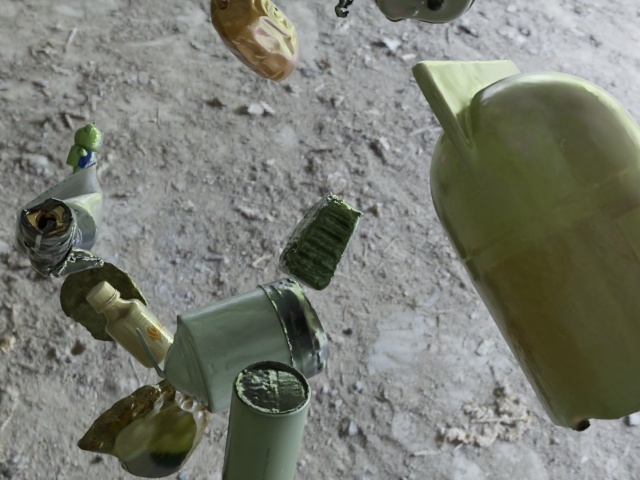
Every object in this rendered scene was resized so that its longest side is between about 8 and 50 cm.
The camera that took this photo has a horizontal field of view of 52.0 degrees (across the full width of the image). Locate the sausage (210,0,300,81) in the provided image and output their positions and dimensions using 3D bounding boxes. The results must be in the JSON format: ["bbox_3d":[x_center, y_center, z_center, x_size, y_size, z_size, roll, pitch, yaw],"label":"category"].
[{"bbox_3d":[-0.126,-0.406,1.266,0.241,0.120,0.136,32,37,-55],"label":"sausage"}]

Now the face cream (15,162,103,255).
[{"bbox_3d":[-0.597,-0.065,1.506,0.235,0.137,0.420,-35,29,-7],"label":"face cream"}]

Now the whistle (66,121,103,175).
[{"bbox_3d":[-0.703,-0.246,1.946,0.085,0.105,0.227,16,86,-12],"label":"whistle"}]

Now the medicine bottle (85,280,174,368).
[{"bbox_3d":[-0.488,0.211,1.681,0.252,0.114,0.114,50,42,-23],"label":"medicine bottle"}]

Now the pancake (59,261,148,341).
[{"bbox_3d":[-0.582,0.165,1.774,0.236,0.222,0.042,23,11,-6],"label":"pancake"}]

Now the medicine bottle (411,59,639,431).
[{"bbox_3d":[0.260,-0.030,0.726,0.236,0.236,0.406,-21,79,-31],"label":"medicine bottle"}]

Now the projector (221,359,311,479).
[{"bbox_3d":[-0.090,0.334,0.947,0.108,0.337,0.108,8,29,-4],"label":"projector"}]

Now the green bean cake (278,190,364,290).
[{"bbox_3d":[0.000,0.000,1.582,0.125,0.222,0.227,34,84,-7],"label":"green bean cake"}]

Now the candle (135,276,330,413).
[{"bbox_3d":[-0.167,0.219,1.318,0.343,0.221,0.221,-20,57,-18],"label":"candle"}]

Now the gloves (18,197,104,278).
[{"bbox_3d":[-0.445,-0.008,1.118,0.119,0.285,0.142,1,73,-3],"label":"gloves"}]

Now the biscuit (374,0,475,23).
[{"bbox_3d":[0.203,-0.498,1.252,0.208,0.180,0.049,11,41,9],"label":"biscuit"}]

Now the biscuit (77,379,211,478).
[{"bbox_3d":[-0.420,0.477,1.605,0.335,0.329,0.078,-7,33,-34],"label":"biscuit"}]

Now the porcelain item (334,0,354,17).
[{"bbox_3d":[0.043,-0.464,1.162,0.075,0.136,0.021,-1,42,32],"label":"porcelain item"}]
